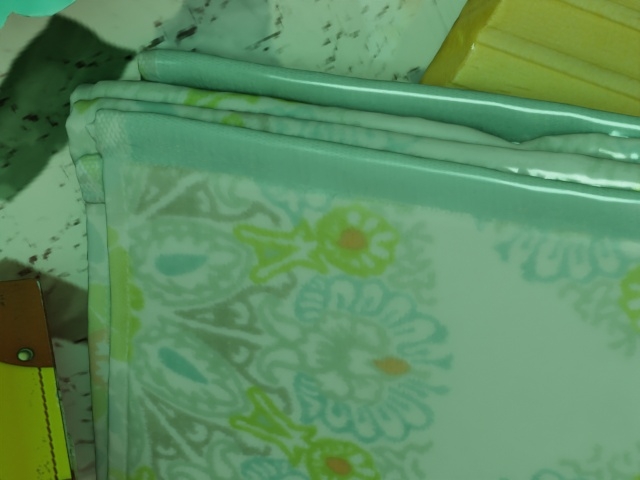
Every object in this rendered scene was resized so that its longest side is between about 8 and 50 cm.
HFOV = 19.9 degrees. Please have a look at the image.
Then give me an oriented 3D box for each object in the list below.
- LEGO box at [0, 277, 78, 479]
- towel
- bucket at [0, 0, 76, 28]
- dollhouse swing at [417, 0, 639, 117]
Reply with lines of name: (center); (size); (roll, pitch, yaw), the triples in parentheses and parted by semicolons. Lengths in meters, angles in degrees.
LEGO box: (-0.382, 0.226, 0.956); (0.500, 0.193, 0.372); (-5, 140, -13)
towel: (0.045, 0.069, 0.998); (0.374, 0.090, 0.320); (10, 124, 14)
bucket: (-0.201, -0.226, 0.750); (0.281, 0.183, 0.281); (-8, 126, -12)
dollhouse swing: (0.261, -0.018, 0.983); (0.305, 0.315, 0.347); (5, 125, -44)
